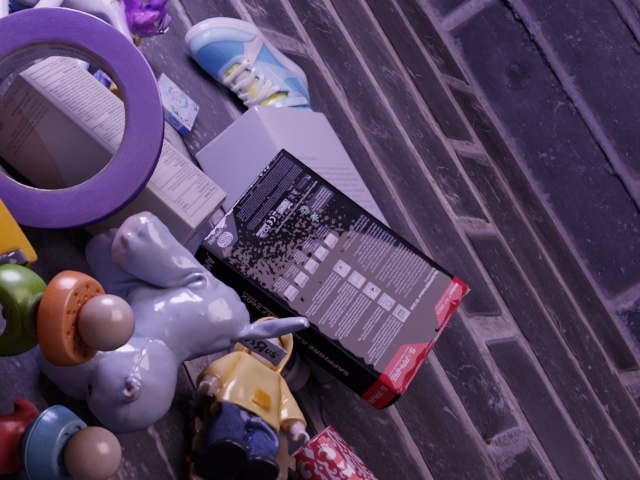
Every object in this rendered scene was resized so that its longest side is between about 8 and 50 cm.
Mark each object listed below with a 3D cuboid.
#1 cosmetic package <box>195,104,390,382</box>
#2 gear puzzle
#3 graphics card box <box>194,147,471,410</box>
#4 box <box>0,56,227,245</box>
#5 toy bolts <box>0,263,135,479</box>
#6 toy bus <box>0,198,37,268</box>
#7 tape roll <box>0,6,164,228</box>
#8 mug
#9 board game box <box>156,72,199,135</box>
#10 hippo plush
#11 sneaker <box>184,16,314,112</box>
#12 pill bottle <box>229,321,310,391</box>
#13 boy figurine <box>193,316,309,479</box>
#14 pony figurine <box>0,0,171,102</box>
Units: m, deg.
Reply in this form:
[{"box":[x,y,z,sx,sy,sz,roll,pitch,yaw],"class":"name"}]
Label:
[{"box":[0.000,0.000,2.014,0.230,0.161,0.453,-3,61,-60],"class":"cosmetic package"},{"box":[-0.112,0.358,1.513,0.175,0.044,0.339,33,31,-24],"class":"gear puzzle"},{"box":[0.015,0.057,1.792,0.371,0.094,0.232,37,59,0],"class":"graphics card box"},{"box":[-0.296,-0.103,1.623,0.311,0.121,0.148,42,26,-3],"class":"box"},{"box":[-0.292,0.158,1.211,0.218,0.159,0.228,-33,126,-61],"class":"toy bolts"},{"box":[-0.448,0.040,1.228,0.108,0.130,0.333,54,25,3],"class":"toy bus"},{"box":[-0.336,-0.150,1.486,0.274,0.275,0.090,53,-6,-2],"class":"tape roll"},{"box":[0.024,0.366,1.701,0.113,0.150,0.169,-36,85,-29],"class":"mug"},{"box":[-0.255,-0.236,2.037,0.090,0.020,0.090,44,27,-21],"class":"board game box"},{"box":[-0.222,0.141,1.468,0.294,0.234,0.236,36,57,2],"class":"hippo plush"},{"box":[-0.114,-0.282,2.218,0.319,0.127,0.208,24,37,-46],"class":"sneaker"},{"box":[-0.074,0.179,1.773,0.120,0.067,0.067,38,29,-29],"class":"pill bottle"},{"box":[-0.086,0.217,1.589,0.177,0.092,0.285,33,33,-14],"class":"boy figurine"},{"box":[-0.343,-0.373,1.821,0.351,0.303,0.363,24,53,-33],"class":"pony figurine"}]
